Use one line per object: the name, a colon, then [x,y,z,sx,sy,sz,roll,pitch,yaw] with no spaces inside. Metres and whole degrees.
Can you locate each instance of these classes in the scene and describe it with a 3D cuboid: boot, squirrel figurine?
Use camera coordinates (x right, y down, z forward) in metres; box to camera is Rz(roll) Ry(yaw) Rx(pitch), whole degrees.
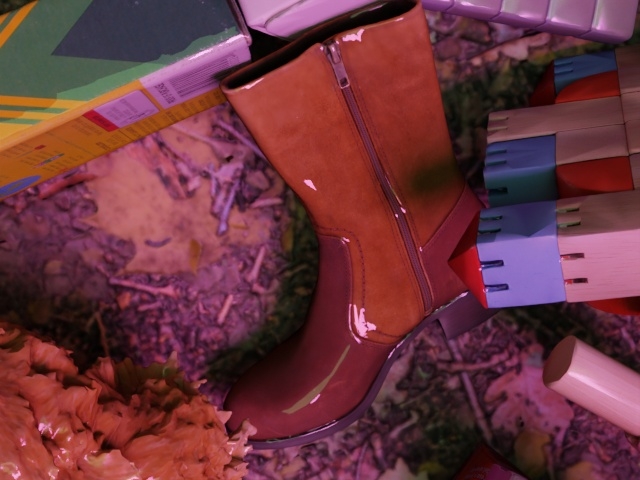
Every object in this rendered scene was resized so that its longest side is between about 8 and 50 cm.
boot: [0.000,0.000,0.799,0.264,0.096,0.280,-28,129,-1]
squirrel figurine: [-0.245,0.205,0.740,0.397,0.281,0.370,-12,131,20]

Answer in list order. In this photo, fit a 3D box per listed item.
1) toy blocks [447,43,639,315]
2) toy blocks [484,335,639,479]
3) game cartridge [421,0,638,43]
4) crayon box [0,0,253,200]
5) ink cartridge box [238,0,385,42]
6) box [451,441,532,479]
toy blocks: [0.232,-0.042,0.778,0.261,0.381,0.191,-7,119,16]
toy blocks: [0.239,0.258,0.698,0.260,0.288,0.309,29,88,-11]
game cartridge: [0.162,-0.343,0.847,0.230,0.068,0.355,9,94,-14]
crayon box: [-0.205,-0.094,0.781,0.318,0.202,0.081,-24,90,-2]
ink cartridge box: [0.009,-0.301,0.758,0.201,0.117,0.278,-25,81,20]
box: [0.199,0.299,0.898,0.257,0.122,0.128,38,91,-7]
